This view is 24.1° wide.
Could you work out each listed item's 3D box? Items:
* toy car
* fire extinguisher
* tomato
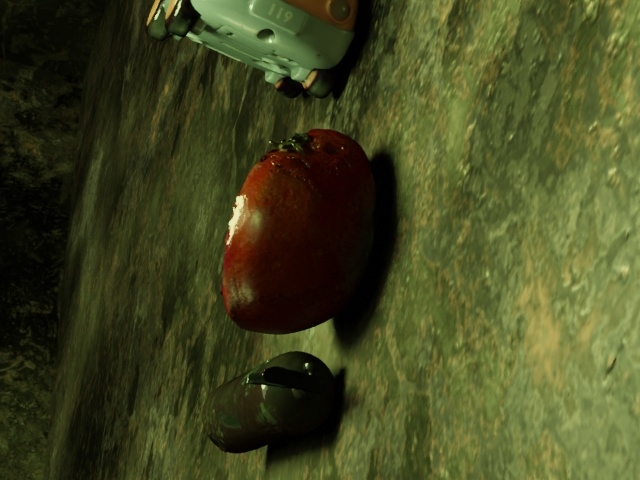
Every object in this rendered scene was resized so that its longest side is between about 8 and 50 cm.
[{"bbox_3d":[-0.049,-0.274,1.523,0.212,0.180,0.270,-67,15,0],"label":"toy car"},{"bbox_3d":[-0.049,0.142,1.327,0.267,0.089,0.072,145,134,-68],"label":"fire extinguisher"},{"bbox_3d":[0.000,0.000,1.274,0.189,0.099,0.173,-32,-49,-54],"label":"tomato"}]
